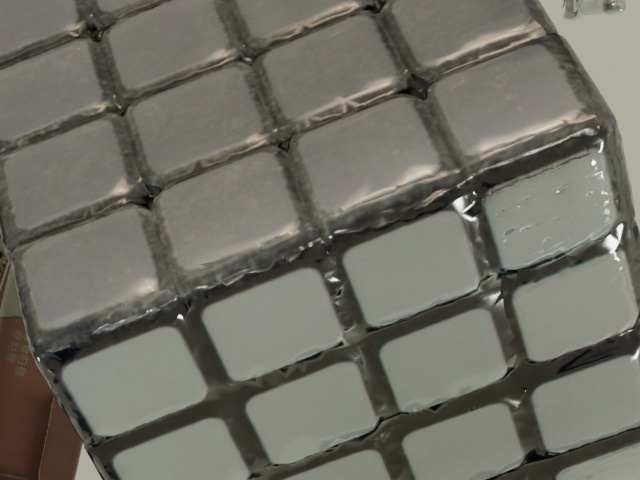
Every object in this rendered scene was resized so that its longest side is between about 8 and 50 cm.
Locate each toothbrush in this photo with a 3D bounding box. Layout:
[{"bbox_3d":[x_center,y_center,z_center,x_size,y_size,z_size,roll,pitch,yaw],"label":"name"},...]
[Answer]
[{"bbox_3d":[0.225,-0.197,1.565,0.019,0.025,0.275,2,-174,0],"label":"toothbrush"}]

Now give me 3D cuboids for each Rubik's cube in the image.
[{"bbox_3d":[0.000,0.000,1.194,0.344,0.344,0.337,-22,133,0],"label":"Rubik's cube"}]

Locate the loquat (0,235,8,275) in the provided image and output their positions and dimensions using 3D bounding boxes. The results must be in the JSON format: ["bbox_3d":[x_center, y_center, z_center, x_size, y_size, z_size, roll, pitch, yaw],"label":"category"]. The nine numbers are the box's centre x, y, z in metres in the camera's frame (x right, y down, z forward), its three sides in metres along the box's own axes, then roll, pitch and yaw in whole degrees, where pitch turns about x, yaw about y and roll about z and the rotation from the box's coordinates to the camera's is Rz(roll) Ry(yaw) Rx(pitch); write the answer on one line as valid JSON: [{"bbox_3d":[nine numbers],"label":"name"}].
[{"bbox_3d":[-0.361,0.023,1.862,0.213,0.213,0.213,-14,151,-8],"label":"loquat"}]

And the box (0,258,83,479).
[{"bbox_3d":[-0.238,0.124,1.511,0.086,0.215,0.215,15,155,-13],"label":"box"}]
